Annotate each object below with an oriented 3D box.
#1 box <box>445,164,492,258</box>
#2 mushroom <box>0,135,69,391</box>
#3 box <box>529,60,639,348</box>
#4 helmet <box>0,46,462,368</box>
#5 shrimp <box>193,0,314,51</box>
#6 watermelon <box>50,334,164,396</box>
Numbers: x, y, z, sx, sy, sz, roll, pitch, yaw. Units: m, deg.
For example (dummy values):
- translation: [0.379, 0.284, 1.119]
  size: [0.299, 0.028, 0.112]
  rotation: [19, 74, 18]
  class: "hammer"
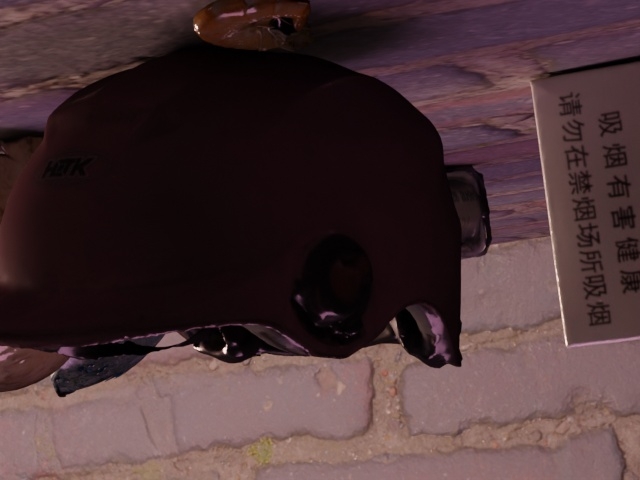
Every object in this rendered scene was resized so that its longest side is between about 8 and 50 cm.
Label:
- translation: [0.000, 0.000, 2.139]
  size: [0.190, 0.112, 0.370]
  rotation: [-5, 176, -40]
  class: "box"
- translation: [-0.269, 0.025, 1.489]
  size: [0.195, 0.189, 0.254]
  rotation: [-11, 172, 9]
  class: "mushroom"
- translation: [0.335, -0.044, 1.434]
  size: [0.330, 0.210, 0.095]
  rotation: [-8, 177, 23]
  class: "box"
- translation: [-0.056, -0.020, 1.174]
  size: [0.338, 0.197, 0.271]
  rotation: [8, 174, -44]
  class: "helmet"
- translation: [-0.025, -0.120, 1.061]
  size: [0.059, 0.023, 0.108]
  rotation: [-20, 170, 34]
  class: "shrimp"
- translation: [-0.208, 0.063, 2.072]
  size: [0.175, 0.188, 0.322]
  rotation: [-8, 175, -5]
  class: "watermelon"
